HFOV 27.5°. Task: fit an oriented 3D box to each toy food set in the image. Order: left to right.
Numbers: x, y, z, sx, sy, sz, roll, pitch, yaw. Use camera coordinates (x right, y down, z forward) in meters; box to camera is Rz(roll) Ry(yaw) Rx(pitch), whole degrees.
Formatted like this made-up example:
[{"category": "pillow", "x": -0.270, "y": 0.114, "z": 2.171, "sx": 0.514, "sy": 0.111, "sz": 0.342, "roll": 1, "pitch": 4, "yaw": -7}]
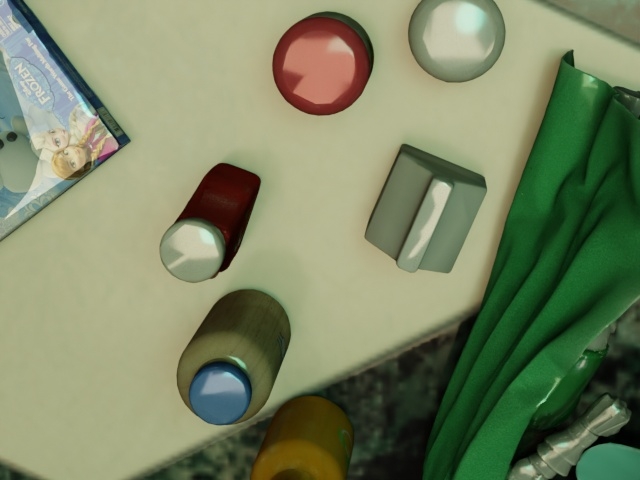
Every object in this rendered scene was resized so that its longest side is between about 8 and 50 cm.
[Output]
[{"category": "toy food set", "x": 0.000, "y": 0.000, "z": 0.529, "sx": 0.111, "sy": 0.104, "sz": 0.232, "roll": 24, "pitch": 103, "yaw": 0}]

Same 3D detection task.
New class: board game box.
[{"category": "board game box", "x": -0.147, "y": -0.052, "z": 0.575, "sx": 0.090, "sy": 0.020, "sz": 0.090, "roll": -36, "pitch": 96, "yaw": 12}]

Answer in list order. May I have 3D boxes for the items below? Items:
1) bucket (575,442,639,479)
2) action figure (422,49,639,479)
[{"category": "bucket", "x": 0.150, "y": 0.230, "z": 0.489, "sx": 0.183, "sy": 0.281, "sz": 0.281, "roll": 29, "pitch": 103, "yaw": -7}, {"category": "action figure", "x": 0.090, "y": 0.051, "z": 0.539, "sx": 0.063, "sy": 0.137, "sz": 0.232, "roll": 17, "pitch": 112, "yaw": -12}]
